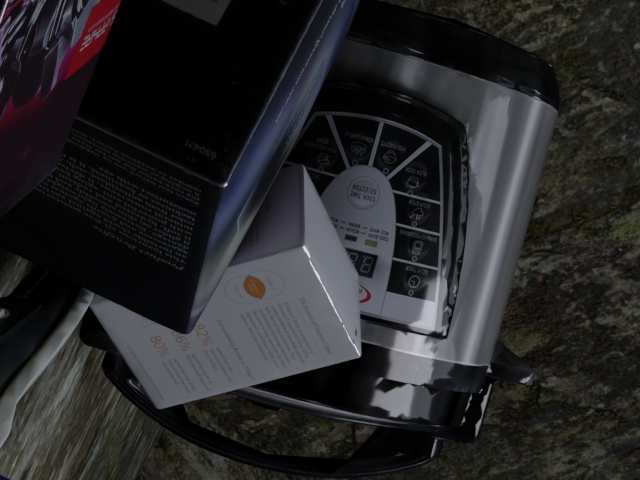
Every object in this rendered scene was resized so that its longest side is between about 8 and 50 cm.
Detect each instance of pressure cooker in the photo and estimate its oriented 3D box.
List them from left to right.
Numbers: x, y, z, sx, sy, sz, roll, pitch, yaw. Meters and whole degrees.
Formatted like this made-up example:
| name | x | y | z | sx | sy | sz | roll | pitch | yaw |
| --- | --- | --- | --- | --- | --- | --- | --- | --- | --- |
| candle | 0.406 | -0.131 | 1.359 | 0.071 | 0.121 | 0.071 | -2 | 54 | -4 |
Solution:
| name | x | y | z | sx | sy | sz | roll | pitch | yaw |
| --- | --- | --- | --- | --- | --- | --- | --- | --- | --- |
| pressure cooker | 0.001 | 0.000 | 1.656 | 0.375 | 0.370 | 0.420 | 14 | 93 | -50 |

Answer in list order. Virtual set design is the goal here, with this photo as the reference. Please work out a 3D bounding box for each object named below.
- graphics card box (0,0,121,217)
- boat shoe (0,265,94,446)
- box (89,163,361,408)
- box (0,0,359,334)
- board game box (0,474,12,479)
| name | x | y | z | sx | sy | sz | roll | pitch | yaw |
| --- | --- | --- | --- | --- | --- | --- | --- | --- | --- |
| graphics card box | -0.134 | -0.169 | 0.840 | 0.233 | 0.094 | 0.371 | -58 | 172 | -68 |
| boat shoe | -0.237 | 0.084 | 1.243 | 0.114 | 0.091 | 0.302 | -48 | -170 | 26 |
| box | -0.069 | 0.036 | 1.395 | 0.091 | 0.170 | 0.130 | -92 | 162 | -46 |
| box | -0.086 | -0.137 | 1.217 | 0.296 | 0.183 | 0.294 | -63 | 179 | -21 |
| board game box | -0.276 | 0.335 | 1.294 | 0.078 | 0.233 | 0.347 | 73 | 43 | -87 |
